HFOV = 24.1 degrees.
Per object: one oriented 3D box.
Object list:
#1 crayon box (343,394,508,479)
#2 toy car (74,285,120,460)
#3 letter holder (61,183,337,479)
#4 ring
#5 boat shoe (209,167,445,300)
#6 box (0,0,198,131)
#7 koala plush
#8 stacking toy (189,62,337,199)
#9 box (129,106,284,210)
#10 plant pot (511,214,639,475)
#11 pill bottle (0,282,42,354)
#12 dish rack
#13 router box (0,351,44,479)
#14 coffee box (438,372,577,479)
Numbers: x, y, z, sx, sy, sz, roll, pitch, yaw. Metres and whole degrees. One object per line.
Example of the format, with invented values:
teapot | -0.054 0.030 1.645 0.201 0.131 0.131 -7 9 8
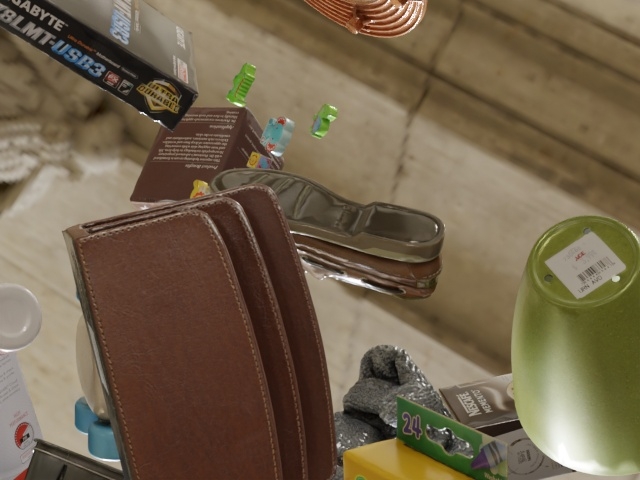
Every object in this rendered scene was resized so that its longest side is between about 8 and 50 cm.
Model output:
crayon box | 0.113 0.356 1.656 0.083 0.203 0.323 -9 -75 -32
toy car | -0.194 0.153 1.960 0.210 0.238 0.219 -151 61 -69
letter holder | -0.089 0.114 1.349 0.214 0.302 0.152 -14 6 -11
ring | -0.004 -0.383 1.899 0.032 0.336 0.336 -48 -23 -19
boat shoe | 0.000 0.000 1.834 0.111 0.307 0.104 -49 -29 -47
box | -0.303 -0.291 1.992 0.073 0.293 0.295 -54 18 17
koala plush | 0.060 0.261 1.974 0.221 0.203 0.196 -36 -55 -1
stacking toy | -0.074 -0.109 2.039 0.167 0.052 0.221 21 -89 -39
box | -0.193 -0.105 2.584 0.167 0.168 0.203 55 -133 -50
plant pot | 0.355 0.107 1.883 0.275 0.275 0.293 -52 -35 -21
pill bottle | -0.415 0.105 1.886 0.086 0.086 0.152 -48 16 -29
dish rack | -0.232 0.329 1.784 0.271 0.208 0.074 72 -140 -68
router box | -0.535 0.282 2.067 0.335 0.082 0.301 -43 -55 -53
coffee box | 0.354 0.288 2.385 0.168 0.297 0.119 -119 19 -69
